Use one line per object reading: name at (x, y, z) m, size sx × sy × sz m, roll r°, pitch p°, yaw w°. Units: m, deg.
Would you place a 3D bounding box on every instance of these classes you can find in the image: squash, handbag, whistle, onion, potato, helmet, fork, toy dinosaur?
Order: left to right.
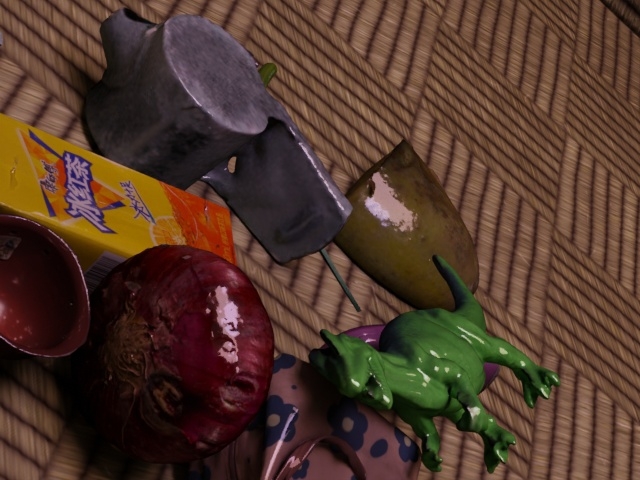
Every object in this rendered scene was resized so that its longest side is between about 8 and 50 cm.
helmet at (-0.333, 0.071, 1.712) m, size 0.175 × 0.106 × 0.155 m, roll 52°, pitch 39°, yaw 8°
onion at (-0.158, 0.128, 1.742) m, size 0.190 × 0.246 × 0.246 m, roll 30°, pitch 35°, yaw -48°
whistle at (-0.135, -0.141, 2.128) m, size 0.404 × 0.168 × 0.188 m, roll 34°, pitch 36°, yaw -31°
squash at (-0.086, -0.245, 2.425) m, size 0.027 × 0.027 × 0.089 m, roll 42°, pitch 33°, yaw -12°
handbag at (-0.020, 0.279, 1.823) m, size 0.251 × 0.190 × 0.193 m, roll 40°, pitch 43°, yaw -24°
fork at (0.001, -0.001, 2.282) m, size 0.039 × 0.021 × 0.235 m, roll -18°, pitch 71°, yaw -53°
toy dinosaur at (0.092, 0.111, 1.983) m, size 0.374 × 0.144 × 0.500 m, roll 25°, pitch 19°, yaw -29°
potato at (0.159, -0.012, 2.410) m, size 0.255 × 0.112 × 0.269 m, roll 48°, pitch 34°, yaw -4°

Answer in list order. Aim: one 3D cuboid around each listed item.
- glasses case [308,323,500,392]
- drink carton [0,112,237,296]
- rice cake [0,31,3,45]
glasses case at (0.117, 0.172, 2.148) m, size 0.316 × 0.123 × 0.076 m, roll 12°, pitch 46°, yaw -44°
drink carton at (-0.267, -0.014, 1.885) m, size 0.351 × 0.111 × 0.155 m, roll 23°, pitch 40°, yaw -34°
rice cake at (-0.452, -0.272, 2.006) m, size 0.121 × 0.021 × 0.022 m, roll 22°, pitch 51°, yaw -38°
